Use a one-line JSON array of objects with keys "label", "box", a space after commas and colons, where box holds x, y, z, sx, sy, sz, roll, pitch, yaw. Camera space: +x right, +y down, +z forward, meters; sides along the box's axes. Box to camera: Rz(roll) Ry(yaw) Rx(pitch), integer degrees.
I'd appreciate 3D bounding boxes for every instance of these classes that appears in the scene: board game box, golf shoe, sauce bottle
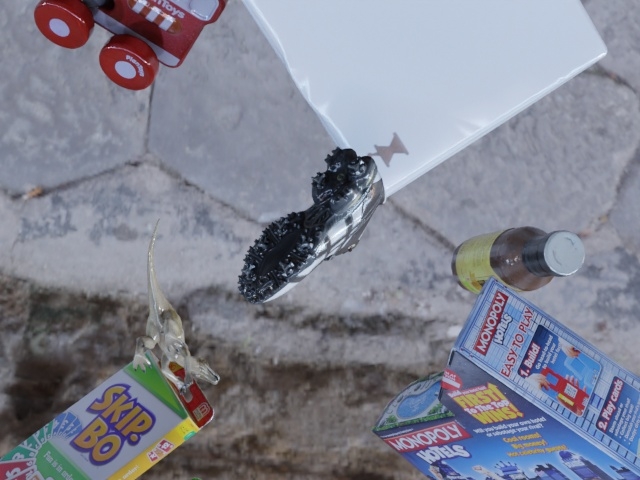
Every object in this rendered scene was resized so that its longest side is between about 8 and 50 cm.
[{"label": "board game box", "box": [0.130, 0.115, 0.604, 0.194, 0.060, 0.194, 43, 147, -14]}, {"label": "golf shoe", "box": [0.000, 0.000, 1.012, 0.198, 0.077, 0.094, -47, 140, -1]}, {"label": "sauce bottle", "box": [0.324, 0.033, 1.602, 0.111, 0.344, 0.112, 1, 85, -12]}, {"label": "board game box", "box": [-0.247, 0.226, 1.052, 0.259, 0.124, 0.039, -35, 134, -8]}]

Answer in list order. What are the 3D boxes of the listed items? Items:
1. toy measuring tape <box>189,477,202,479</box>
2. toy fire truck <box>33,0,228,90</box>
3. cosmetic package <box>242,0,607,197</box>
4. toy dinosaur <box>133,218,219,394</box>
[{"label": "toy measuring tape", "box": [-0.198, 0.330, 0.871, 0.330, 0.121, 0.121, -24, 134, -31]}, {"label": "toy fire truck", "box": [-0.319, -0.415, 1.576, 0.302, 0.169, 0.254, 32, 141, -13]}, {"label": "cosmetic package", "box": [0.119, -0.296, 1.270, 0.327, 0.394, 0.329, -32, 99, 10]}, {"label": "toy dinosaur", "box": [-0.148, 0.080, 0.903, 0.053, 0.093, 0.183, -14, 119, 7]}]
